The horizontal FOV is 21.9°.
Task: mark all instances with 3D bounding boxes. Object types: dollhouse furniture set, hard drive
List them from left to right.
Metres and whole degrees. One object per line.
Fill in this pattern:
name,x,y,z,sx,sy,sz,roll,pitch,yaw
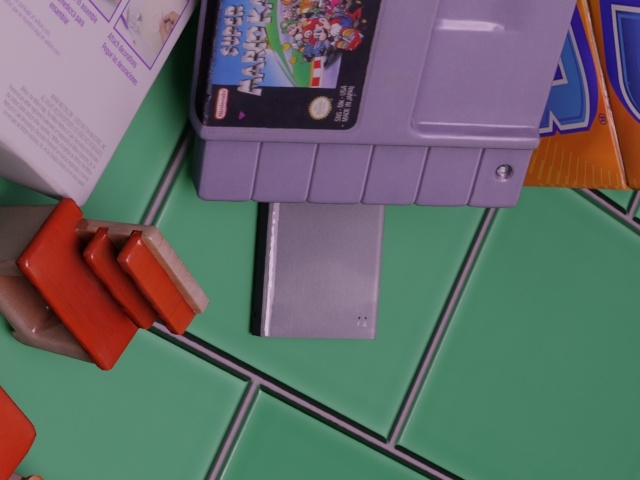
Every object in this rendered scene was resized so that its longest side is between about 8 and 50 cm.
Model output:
dollhouse furniture set,-0.192,0.100,0.928,0.259,0.135,0.262,-57,134,-28
hard drive,0.000,0.000,1.146,0.094,0.022,0.135,3,91,-32

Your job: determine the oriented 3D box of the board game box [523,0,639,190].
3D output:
board game box,0.299,-0.254,1.122,0.356,0.356,0.356,-22,104,-30

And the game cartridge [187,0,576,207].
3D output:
game cartridge,0.046,-0.165,0.991,0.230,0.068,0.355,-2,132,-15

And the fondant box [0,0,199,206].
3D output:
fondant box,-0.146,-0.218,0.940,0.330,0.096,0.238,-61,150,-13
